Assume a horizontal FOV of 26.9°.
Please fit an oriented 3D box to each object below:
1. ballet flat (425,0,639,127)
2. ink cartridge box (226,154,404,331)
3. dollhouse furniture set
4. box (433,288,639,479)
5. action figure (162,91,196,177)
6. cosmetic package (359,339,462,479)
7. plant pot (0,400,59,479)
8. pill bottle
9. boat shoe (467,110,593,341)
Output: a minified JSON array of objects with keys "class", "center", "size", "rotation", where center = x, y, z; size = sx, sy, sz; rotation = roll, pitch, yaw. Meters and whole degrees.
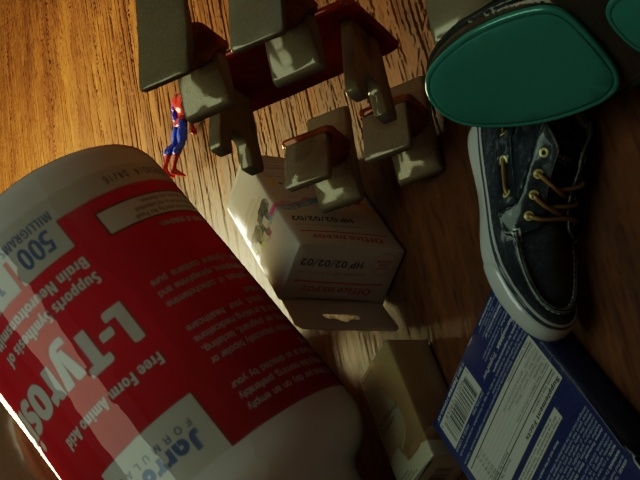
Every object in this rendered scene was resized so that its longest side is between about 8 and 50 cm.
[{"class":"ballet flat","center":[0.187,-0.143,0.831],"size":[0.280,0.095,0.096],"rotation":[-16,29,48]},{"class":"ink cartridge box","center":[0.000,0.000,1.156],"size":[0.181,0.104,0.061],"rotation":[57,135,47]},{"class":"dollhouse furniture set","center":[0.024,-0.155,1.008],"size":[0.259,0.262,0.135],"rotation":[-20,63,24]},{"class":"box","center":[0.158,0.148,0.911],"size":[0.225,0.037,0.136],"rotation":[59,137,49]},{"class":"action figure","center":[-0.163,-0.131,1.563],"size":[0.038,0.030,0.115],"rotation":[-3,79,57]},{"class":"cosmetic package","center":[0.075,0.140,1.063],"size":[0.060,0.041,0.115],"rotation":[-62,36,38]},{"class":"plant pot","center":[-0.170,0.161,1.345],"size":[0.229,0.263,0.263],"rotation":[-31,58,37]},{"class":"pill bottle","center":[-0.114,0.136,1.097],"size":[0.407,0.229,0.229],"rotation":[49,135,16]},{"class":"boat shoe","center":[0.152,-0.028,0.915],"size":[0.083,0.065,0.183],"rotation":[-47,46,49]}]
